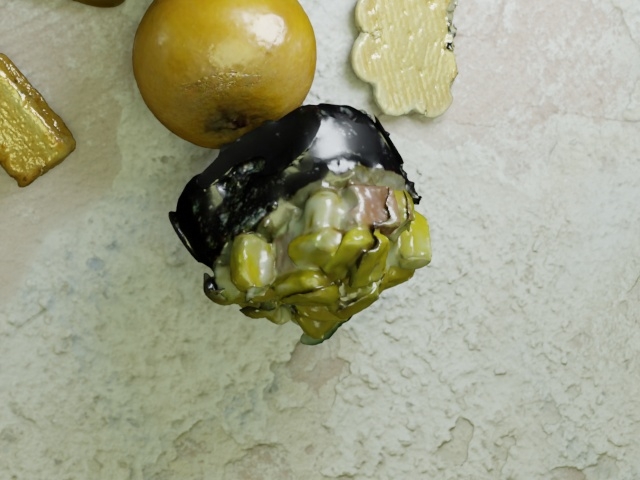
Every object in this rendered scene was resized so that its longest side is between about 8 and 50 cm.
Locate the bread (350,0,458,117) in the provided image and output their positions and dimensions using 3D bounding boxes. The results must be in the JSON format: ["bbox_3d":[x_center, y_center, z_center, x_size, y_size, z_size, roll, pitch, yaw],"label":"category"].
[{"bbox_3d":[0.133,-0.319,1.874,0.181,0.039,0.251,0,100,-14],"label":"bread"}]

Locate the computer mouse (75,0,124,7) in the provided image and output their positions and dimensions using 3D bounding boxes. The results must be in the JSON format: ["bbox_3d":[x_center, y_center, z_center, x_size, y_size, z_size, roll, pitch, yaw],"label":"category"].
[{"bbox_3d":[-0.382,-0.418,1.714,0.245,0.056,0.126,18,95,-16],"label":"computer mouse"}]

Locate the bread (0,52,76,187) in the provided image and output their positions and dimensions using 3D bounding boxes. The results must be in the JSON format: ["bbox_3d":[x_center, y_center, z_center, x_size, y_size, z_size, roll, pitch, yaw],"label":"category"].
[{"bbox_3d":[-0.454,-0.183,1.722,0.114,0.083,0.211,-37,107,0],"label":"bread"}]

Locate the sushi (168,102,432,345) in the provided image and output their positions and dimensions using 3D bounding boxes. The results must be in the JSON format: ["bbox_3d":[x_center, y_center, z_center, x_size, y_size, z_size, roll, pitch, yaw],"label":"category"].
[{"bbox_3d":[0.000,0.000,1.716,0.327,0.329,0.285,-31,62,6],"label":"sushi"}]

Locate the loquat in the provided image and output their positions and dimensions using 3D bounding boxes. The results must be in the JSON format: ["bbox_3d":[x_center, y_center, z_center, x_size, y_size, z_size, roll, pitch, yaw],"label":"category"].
[{"bbox_3d":[-0.134,-0.259,1.696,0.263,0.263,0.263,-3,101,-14],"label":"loquat"}]
